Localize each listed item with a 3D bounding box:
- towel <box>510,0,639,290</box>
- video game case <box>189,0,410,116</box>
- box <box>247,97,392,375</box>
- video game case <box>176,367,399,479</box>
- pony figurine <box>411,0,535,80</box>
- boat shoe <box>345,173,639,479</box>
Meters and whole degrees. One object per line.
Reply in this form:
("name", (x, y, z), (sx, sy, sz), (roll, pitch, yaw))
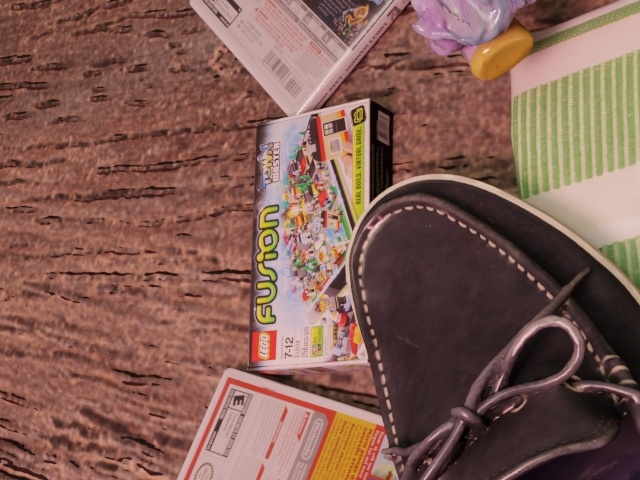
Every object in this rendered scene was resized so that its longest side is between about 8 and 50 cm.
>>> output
("towel", (0.249, -0.020, 0.693), (0.247, 0.038, 0.325), (-18, 69, 30))
("video game case", (-0.013, -0.219, 0.934), (0.173, 0.022, 0.190), (-49, 55, 14))
("box", (0.000, 0.000, 0.855), (0.114, 0.036, 0.207), (-9, 72, 33))
("video game case", (0.002, 0.219, 0.775), (0.285, 0.025, 0.204), (12, 71, 36))
("pony figurine", (0.075, -0.298, 0.745), (0.351, 0.303, 0.363), (-30, 67, 3))
("boat shoe", (0.122, 0.131, 0.606), (0.187, 0.156, 0.500), (-44, 46, 22))
